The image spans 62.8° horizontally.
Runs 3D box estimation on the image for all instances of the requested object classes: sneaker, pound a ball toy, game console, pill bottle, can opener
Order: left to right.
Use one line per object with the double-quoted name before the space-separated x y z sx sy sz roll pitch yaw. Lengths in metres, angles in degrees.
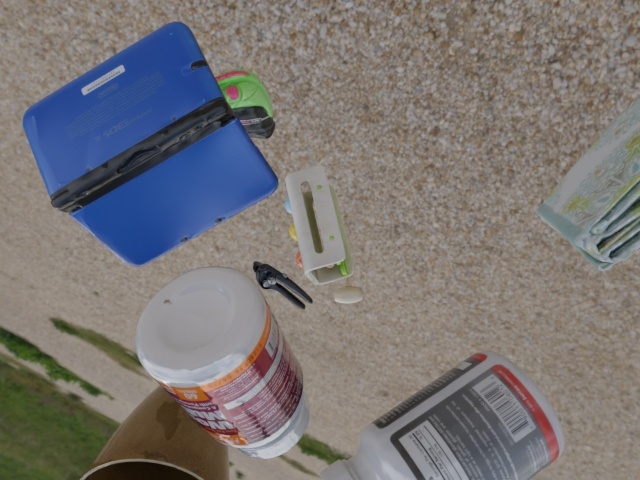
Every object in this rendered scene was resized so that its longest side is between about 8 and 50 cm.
"game console" -0.257 -0.138 0.817 0.250 0.293 0.173 63 -175 14
"sneaker" -0.327 -0.261 1.324 0.483 0.185 0.202 -9 135 29
"pill bottle" -0.084 0.136 0.536 0.121 0.121 0.221 11 143 25
"can opener" -0.086 0.110 1.275 0.059 0.073 0.186 -39 121 25
"pound a ball toy" 0.000 0.000 1.358 0.136 0.319 0.208 -16 156 8
"pill bottle" 0.193 0.359 0.867 0.210 0.363 0.210 56 167 20

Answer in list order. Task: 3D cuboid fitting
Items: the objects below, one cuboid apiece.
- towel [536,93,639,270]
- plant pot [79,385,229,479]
"towel" 0.552 -0.119 0.937 0.090 0.374 0.320 39 107 -1
"plant pot" -0.259 0.359 0.909 0.237 0.254 0.237 0 117 0
